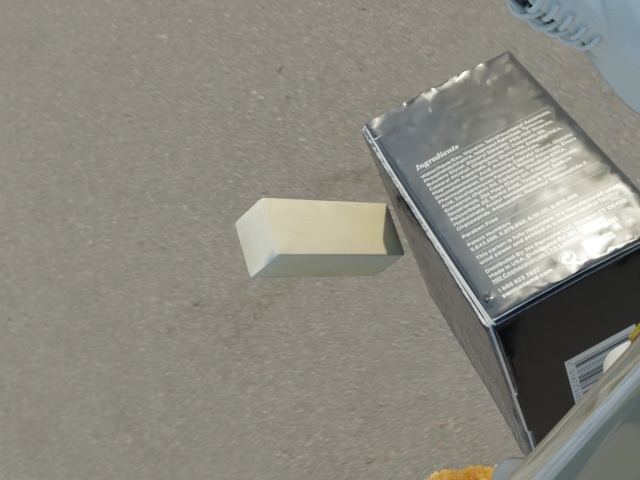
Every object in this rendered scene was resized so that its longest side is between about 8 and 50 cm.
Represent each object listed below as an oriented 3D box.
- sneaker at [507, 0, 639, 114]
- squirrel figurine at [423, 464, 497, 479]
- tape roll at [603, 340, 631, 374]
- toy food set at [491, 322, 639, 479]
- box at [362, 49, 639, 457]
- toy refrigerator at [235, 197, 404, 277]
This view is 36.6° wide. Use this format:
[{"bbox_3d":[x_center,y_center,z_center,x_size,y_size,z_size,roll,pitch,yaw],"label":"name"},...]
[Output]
[{"bbox_3d":[0.181,-0.189,0.718,0.091,0.094,0.258,-40,105,-14],"label":"sneaker"},{"bbox_3d":[0.276,0.432,1.257,0.397,0.281,0.370,38,62,22],"label":"squirrel figurine"},{"bbox_3d":[0.439,0.220,1.078,0.246,0.246,0.169,-3,60,25],"label":"tape roll"},{"bbox_3d":[0.177,0.092,0.582,0.306,0.219,0.092,-48,51,0],"label":"toy food set"},{"bbox_3d":[0.336,0.042,1.581,0.297,0.480,0.472,-28,46,-1],"label":"box"},{"bbox_3d":[0.000,0.000,1.600,0.094,0.269,0.102,-39,61,43],"label":"toy refrigerator"}]
